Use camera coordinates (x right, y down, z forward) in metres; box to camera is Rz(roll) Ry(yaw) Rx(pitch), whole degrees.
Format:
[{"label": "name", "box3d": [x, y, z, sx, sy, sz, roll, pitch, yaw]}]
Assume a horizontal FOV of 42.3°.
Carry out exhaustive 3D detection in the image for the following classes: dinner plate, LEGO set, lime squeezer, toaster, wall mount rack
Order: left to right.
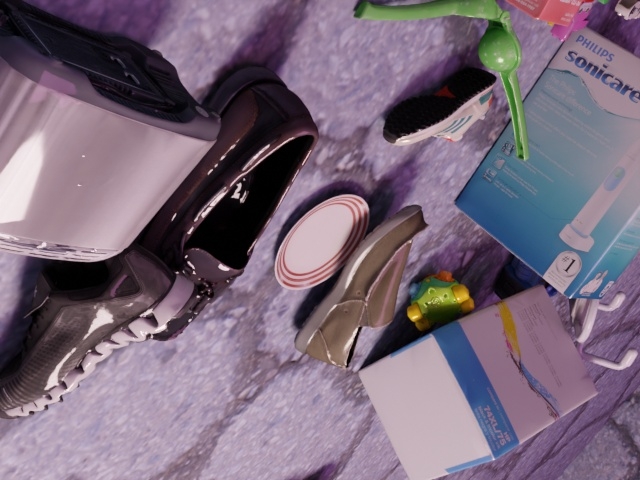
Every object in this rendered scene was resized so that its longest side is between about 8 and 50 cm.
[{"label": "toaster", "box3d": [-0.191, -0.075, 0.577, 0.146, 0.129, 0.227, -53, 149, 16]}, {"label": "dinner plate", "box3d": [0.000, 0.000, 0.986, 0.141, 0.017, 0.141, -31, 145, -25]}, {"label": "lime squeezer", "box3d": [0.169, -0.199, 0.880, 0.310, 0.059, 0.110, 30, 75, -40]}, {"label": "LEGO set", "box3d": [0.302, -0.279, 0.965, 0.227, 0.087, 0.093, -20, 143, -45]}, {"label": "wall mount rack", "box3d": [0.497, 0.026, 1.352, 0.350, 0.130, 0.304, -61, 164, -63]}]

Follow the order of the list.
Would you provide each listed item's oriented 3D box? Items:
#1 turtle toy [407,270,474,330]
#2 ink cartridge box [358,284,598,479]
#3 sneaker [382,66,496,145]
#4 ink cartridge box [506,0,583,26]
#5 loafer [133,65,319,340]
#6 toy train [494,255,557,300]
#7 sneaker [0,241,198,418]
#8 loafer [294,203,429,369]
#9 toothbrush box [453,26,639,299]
[{"label": "turtle toy", "box3d": [0.177, 0.088, 1.242, 0.095, 0.066, 0.130, -24, 152, 9]}, {"label": "ink cartridge box", "box3d": [0.247, 0.220, 1.292, 0.270, 0.197, 0.198, -18, 166, -38]}, {"label": "sneaker", "box3d": [0.140, -0.135, 0.958, 0.161, 0.057, 0.075, -33, 141, -24]}, {"label": "ink cartridge box", "box3d": [0.234, -0.325, 0.798, 0.067, 0.115, 0.198, -6, 131, -45]}, {"label": "loafer", "box3d": [-0.099, -0.012, 0.782, 0.109, 0.095, 0.303, 0, 126, -49]}, {"label": "toy train", "box3d": [0.372, 0.039, 1.407, 0.105, 0.080, 0.184, -14, 137, -32]}, {"label": "sneaker", "box3d": [-0.231, 0.073, 0.751, 0.234, 0.078, 0.106, -33, 114, 14]}, {"label": "loafer", "box3d": [0.066, 0.063, 1.047, 0.251, 0.087, 0.094, -55, 170, 23]}, {"label": "toothbrush box", "box3d": [0.359, -0.100, 1.103, 0.126, 0.216, 0.296, 5, 121, -52]}]
